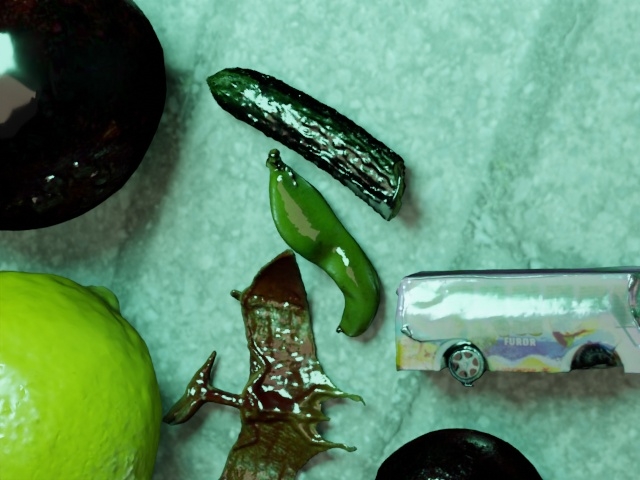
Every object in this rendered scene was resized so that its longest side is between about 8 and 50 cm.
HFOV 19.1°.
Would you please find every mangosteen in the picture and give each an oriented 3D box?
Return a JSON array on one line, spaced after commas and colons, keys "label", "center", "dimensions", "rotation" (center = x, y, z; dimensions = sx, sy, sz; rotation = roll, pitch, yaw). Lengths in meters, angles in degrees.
[{"label": "mangosteen", "center": [0.125, 0.295, 1.877], "dimensions": [0.211, 0.250, 0.211], "rotation": [1, 94, 20]}, {"label": "mangosteen", "center": [-0.311, -0.166, 1.910], "dimensions": [0.297, 0.297, 0.313], "rotation": [-36, 91, 19]}]

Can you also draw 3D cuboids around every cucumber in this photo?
[{"label": "cucumber", "center": [-0.012, -0.113, 1.945], "dimensions": [0.245, 0.067, 0.067], "rotation": [35, 107, 10]}]

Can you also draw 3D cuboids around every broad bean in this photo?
[{"label": "broad bean", "center": [0.000, 0.000, 1.969], "dimensions": [0.070, 0.048, 0.213], "rotation": [-27, 94, 19]}]

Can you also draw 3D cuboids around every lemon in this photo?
[{"label": "lemon", "center": [-0.321, 0.187, 1.952], "dimensions": [0.364, 0.364, 0.364], "rotation": [3, 100, 17]}]

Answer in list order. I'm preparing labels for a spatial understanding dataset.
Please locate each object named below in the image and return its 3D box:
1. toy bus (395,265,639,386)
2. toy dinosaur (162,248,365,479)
[{"label": "toy bus", "center": [0.212, 0.085, 1.898], "dimensions": [0.274, 0.090, 0.112], "rotation": [-1, 93, 16]}, {"label": "toy dinosaur", "center": [-0.057, 0.170, 1.983], "dimensions": [0.206, 0.113, 0.327], "rotation": [36, 106, 8]}]
